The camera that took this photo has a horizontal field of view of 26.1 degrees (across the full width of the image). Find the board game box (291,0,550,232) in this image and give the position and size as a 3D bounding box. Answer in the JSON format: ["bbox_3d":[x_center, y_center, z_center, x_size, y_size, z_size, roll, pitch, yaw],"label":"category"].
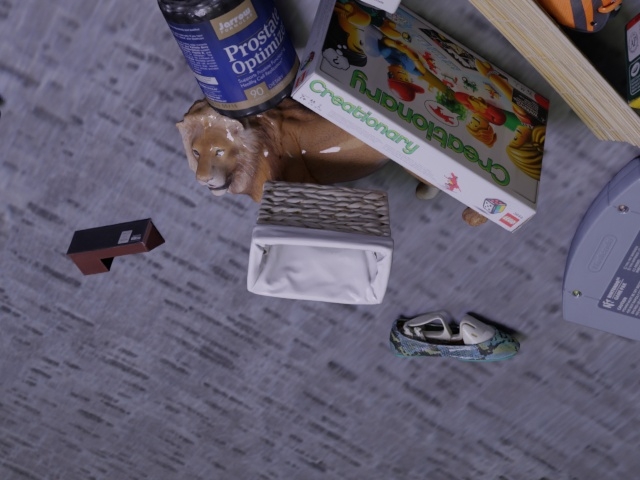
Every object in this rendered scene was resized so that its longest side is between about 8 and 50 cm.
[{"bbox_3d":[0.122,-0.160,1.570,0.305,0.193,0.053,30,136,-17],"label":"board game box"}]

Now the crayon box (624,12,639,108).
[{"bbox_3d":[0.515,-0.214,1.319,0.313,0.106,0.363,4,165,-14],"label":"crayon box"}]

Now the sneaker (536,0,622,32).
[{"bbox_3d":[0.340,-0.307,1.423,0.321,0.124,0.180,10,143,21],"label":"sneaker"}]

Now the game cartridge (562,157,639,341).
[{"bbox_3d":[0.427,0.018,1.784,0.196,0.060,0.294,13,138,-4],"label":"game cartridge"}]

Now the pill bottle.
[{"bbox_3d":[-0.113,-0.258,1.581,0.123,0.122,0.219,-6,135,22],"label":"pill bottle"}]

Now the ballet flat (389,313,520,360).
[{"bbox_3d":[0.189,0.136,1.971,0.188,0.070,0.070,-2,136,13],"label":"ballet flat"}]

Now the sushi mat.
[{"bbox_3d":[0.264,-0.202,1.545,0.316,0.019,0.151,41,174,-26],"label":"sushi mat"}]

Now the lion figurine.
[{"bbox_3d":[0.035,-0.114,1.711,0.392,0.142,0.240,-15,124,10],"label":"lion figurine"}]

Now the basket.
[{"bbox_3d":[0.000,0.000,1.649,0.167,0.103,0.113,5,141,-3],"label":"basket"}]

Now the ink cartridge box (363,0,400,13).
[{"bbox_3d":[0.087,-0.359,1.398,0.086,0.148,0.203,22,137,-5],"label":"ink cartridge box"}]

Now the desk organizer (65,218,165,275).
[{"bbox_3d":[-0.293,0.011,1.978,0.130,0.047,0.050,-9,135,24],"label":"desk organizer"}]
